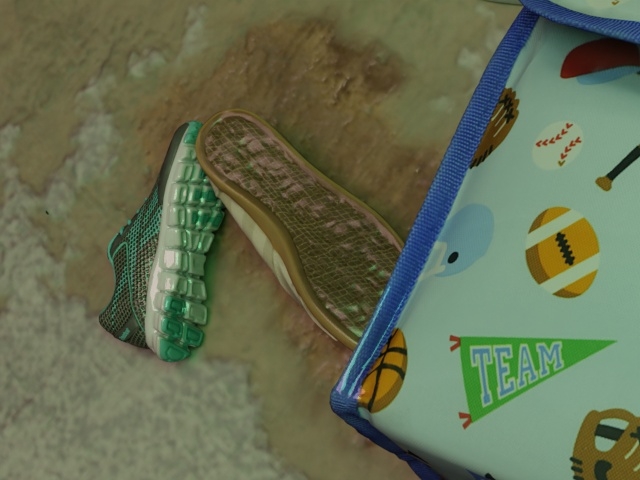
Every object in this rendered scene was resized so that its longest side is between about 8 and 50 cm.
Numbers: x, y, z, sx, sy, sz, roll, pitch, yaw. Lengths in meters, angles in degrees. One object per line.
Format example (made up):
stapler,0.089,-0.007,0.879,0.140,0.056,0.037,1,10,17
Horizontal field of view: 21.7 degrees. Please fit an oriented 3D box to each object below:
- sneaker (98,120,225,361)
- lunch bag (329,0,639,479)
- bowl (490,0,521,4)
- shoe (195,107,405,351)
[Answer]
sneaker,-0.114,-0.003,1.150,0.076,0.065,0.166,7,81,31
lunch bag,0.240,-0.007,0.882,0.328,0.239,0.385,19,74,33
bowl,0.151,-0.226,1.073,0.142,0.053,0.142,5,81,28
shoe,0.000,0.000,1.102,0.076,0.058,0.219,-37,68,-7
